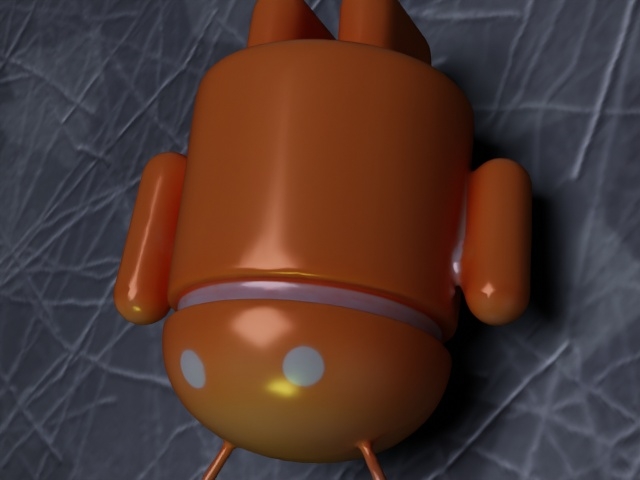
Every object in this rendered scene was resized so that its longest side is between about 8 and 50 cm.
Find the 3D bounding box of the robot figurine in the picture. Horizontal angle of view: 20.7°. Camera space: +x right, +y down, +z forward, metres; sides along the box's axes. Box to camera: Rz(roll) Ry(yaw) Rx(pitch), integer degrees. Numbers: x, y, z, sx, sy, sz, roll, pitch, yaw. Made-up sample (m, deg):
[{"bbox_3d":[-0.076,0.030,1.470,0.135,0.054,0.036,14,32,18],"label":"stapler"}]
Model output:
[{"bbox_3d":[0.002,0.000,0.754,0.128,0.158,0.219,139,141,-66],"label":"robot figurine"}]
